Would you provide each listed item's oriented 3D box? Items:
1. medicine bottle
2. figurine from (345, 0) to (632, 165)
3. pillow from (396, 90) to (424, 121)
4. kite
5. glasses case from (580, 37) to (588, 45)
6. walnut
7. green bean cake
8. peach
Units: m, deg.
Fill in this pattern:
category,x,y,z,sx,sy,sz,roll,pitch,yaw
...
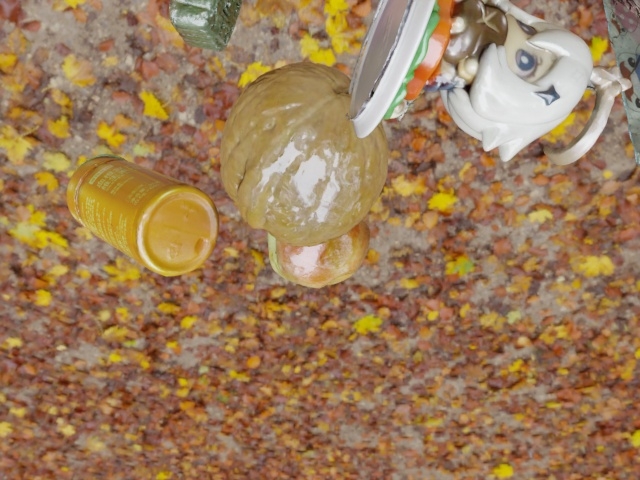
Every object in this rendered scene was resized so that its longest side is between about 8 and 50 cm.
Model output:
category,x,y,z,sx,sy,sz,roll,pitch,yaw
medicine bottle,-0.197,-0.032,0.691,0.192,0.096,0.096,23,153,47
figurine,0.106,-0.103,0.399,0.154,0.132,0.132,18,132,-10
pillow,0.222,-0.411,1.456,0.052,0.208,0.212,15,139,-22
kite,0.391,-0.195,0.790,0.012,0.314,0.335,-25,114,0
glasses case,0.480,-0.356,1.359,0.103,0.266,0.067,32,155,23
walnut,-0.033,-0.144,1.130,0.333,0.332,0.332,2,134,2
green bean cake,-0.236,-0.510,1.356,0.094,0.181,0.173,17,178,7
peach,0.000,0.000,1.410,0.236,0.214,0.214,2,137,-24
